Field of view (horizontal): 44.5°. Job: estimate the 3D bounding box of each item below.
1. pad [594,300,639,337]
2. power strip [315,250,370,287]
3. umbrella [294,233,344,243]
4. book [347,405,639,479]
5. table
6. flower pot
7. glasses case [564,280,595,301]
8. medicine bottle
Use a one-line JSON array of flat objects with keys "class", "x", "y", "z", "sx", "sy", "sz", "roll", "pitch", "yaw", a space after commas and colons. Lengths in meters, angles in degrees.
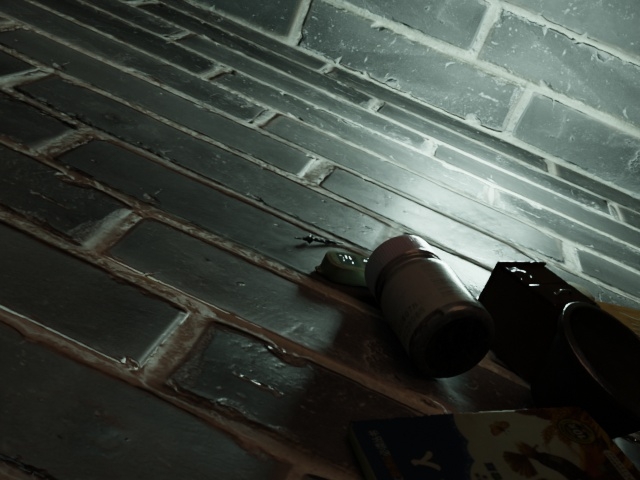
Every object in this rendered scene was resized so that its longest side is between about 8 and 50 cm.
[{"class": "pad", "x": 0.840, "y": 0.251, "z": 1.959, "sx": 0.286, "sy": 0.018, "sz": 0.284, "roll": 11, "pitch": 27, "yaw": -21}, {"class": "power strip", "x": 0.124, "y": 0.073, "z": 1.657, "sx": 0.286, "sy": 0.048, "sz": 0.080, "roll": 11, "pitch": 25, "yaw": -21}, {"class": "umbrella", "x": -0.003, "y": -0.001, "z": 1.733, "sx": 0.022, "sy": 0.022, "sz": 0.149, "roll": 12, "pitch": 4, "yaw": 43}, {"class": "book", "x": 0.280, "y": 0.357, "z": 1.118, "sx": 0.428, "sy": 0.039, "sz": 0.300, "roll": 1, "pitch": 30, "yaw": -20}, {"class": "table", "x": 0.444, "y": 0.159, "z": 1.599, "sx": 0.169, "sy": 0.172, "sz": 0.193, "roll": 2, "pitch": 31, "yaw": -40}, {"class": "flower pot", "x": 0.489, "y": 0.260, "z": 1.405, "sx": 0.269, "sy": 0.166, "sz": 0.269, "roll": 27, "pitch": 31, "yaw": -18}, {"class": "glasses case", "x": 0.601, "y": 0.136, "z": 1.938, "sx": 0.204, "sy": 0.051, "sz": 0.081, "roll": 2, "pitch": 30, "yaw": -39}, {"class": "medicine bottle", "x": 0.198, "y": 0.119, "z": 1.481, "sx": 0.165, "sy": 0.165, "sz": 0.273, "roll": 11, "pitch": 25, "yaw": -25}]
